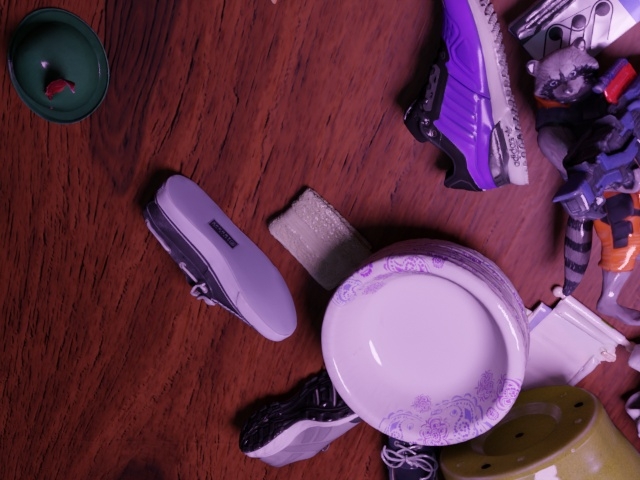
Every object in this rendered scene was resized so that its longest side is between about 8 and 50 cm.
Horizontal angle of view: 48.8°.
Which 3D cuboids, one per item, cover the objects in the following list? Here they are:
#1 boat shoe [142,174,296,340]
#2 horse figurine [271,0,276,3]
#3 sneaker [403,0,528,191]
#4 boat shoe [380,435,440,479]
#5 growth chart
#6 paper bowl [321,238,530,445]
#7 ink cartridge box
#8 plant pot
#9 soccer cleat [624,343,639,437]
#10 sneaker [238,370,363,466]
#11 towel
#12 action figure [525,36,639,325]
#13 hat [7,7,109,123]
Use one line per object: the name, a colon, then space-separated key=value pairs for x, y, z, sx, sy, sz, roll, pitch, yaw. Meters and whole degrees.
boat shoe: x=-0.165 y=0.045 z=1.104 sx=0.306 sy=0.113 sz=0.105 roll=47 pitch=123 yaw=-3
horse figurine: x=-0.103 y=-0.437 z=0.912 sx=0.263 sy=0.066 sz=0.174 roll=31 pitch=122 yaw=-1
sneaker: x=0.170 y=-0.193 z=0.912 sx=0.146 sy=0.102 sz=0.293 roll=-12 pitch=108 yaw=21
boat shoe: x=0.148 y=0.356 z=1.158 sx=0.095 sy=0.079 sz=0.254 roll=5 pitch=113 yaw=15
growth chart: x=0.323 y=0.174 z=1.065 sx=0.172 sy=0.021 sz=0.237 roll=42 pitch=117 yaw=-3
paper bowl: x=0.155 y=0.135 z=1.017 sx=0.284 sy=0.148 sz=0.284 roll=7 pitch=110 yaw=20
ink cartridge box: x=0.340 y=-0.294 z=0.853 sx=0.207 sy=0.046 sz=0.097 roll=-39 pitch=99 yaw=26
plant pot: x=0.344 y=0.411 z=0.989 sx=0.366 sy=0.366 sz=0.353 roll=-25 pitch=95 yaw=24
soccer cleat: x=0.523 y=0.285 z=1.017 sx=0.143 sy=0.116 sz=0.331 roll=-1 pitch=113 yaw=37
sneaker: x=-0.004 y=0.301 z=1.183 sx=0.272 sy=0.100 sz=0.108 roll=-29 pitch=126 yaw=21
towel: x=0.000 y=0.000 z=1.083 sx=0.148 sy=0.027 sz=0.110 roll=46 pitch=115 yaw=-6
action figure: x=0.314 y=-0.067 z=0.833 sx=0.179 sy=0.341 sz=0.330 roll=-6 pitch=110 yaw=47
hat: x=-0.421 y=-0.243 z=1.017 sx=0.208 sy=0.183 sz=0.173 roll=-31 pitch=100 yaw=25
